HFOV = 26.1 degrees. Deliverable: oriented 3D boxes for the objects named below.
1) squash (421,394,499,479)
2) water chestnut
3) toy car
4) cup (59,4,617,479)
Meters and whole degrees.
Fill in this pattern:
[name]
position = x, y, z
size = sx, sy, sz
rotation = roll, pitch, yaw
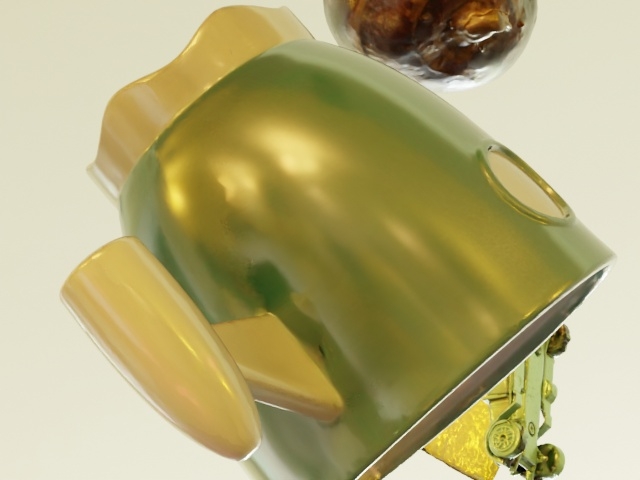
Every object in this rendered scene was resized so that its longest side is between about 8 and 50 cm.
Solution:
[squash]
position = 0.120, 0.102, 1.419
size = 0.237, 0.204, 0.155
rotation = 37, -74, -6
[water chestnut]
position = 0.107, -0.264, 1.416
size = 0.223, 0.238, 0.224
rotation = -7, -40, -6
[toy car]
position = 0.153, 0.113, 1.057
size = 0.054, 0.143, 0.073
rotation = -12, -32, 35
[cup]
position = 0.000, 0.000, 0.552
size = 0.167, 0.173, 0.299
rotation = -46, -14, 25
